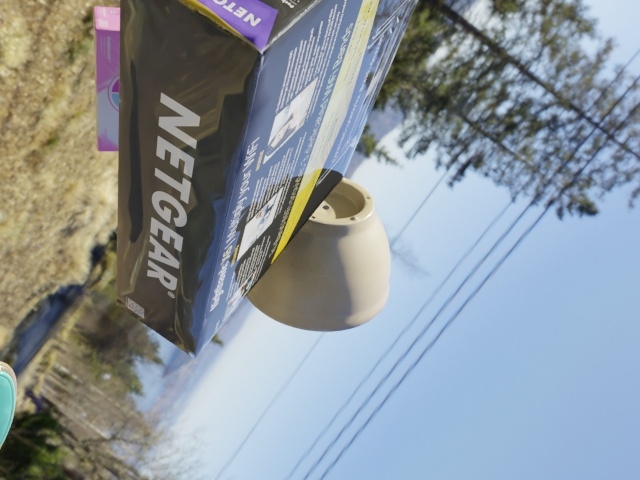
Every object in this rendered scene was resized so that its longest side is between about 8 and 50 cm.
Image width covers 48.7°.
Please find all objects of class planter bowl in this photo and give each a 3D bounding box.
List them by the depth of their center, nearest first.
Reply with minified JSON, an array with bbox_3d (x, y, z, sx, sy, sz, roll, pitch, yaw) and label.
[{"bbox_3d":[0.000,0.000,0.730,0.162,0.162,0.109,-55,158,-52],"label":"planter bowl"}]

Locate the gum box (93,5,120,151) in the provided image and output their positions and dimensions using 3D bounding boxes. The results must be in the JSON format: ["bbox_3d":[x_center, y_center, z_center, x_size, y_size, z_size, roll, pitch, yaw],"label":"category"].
[{"bbox_3d":[-0.238,-0.200,0.920,0.062,0.107,0.188,-111,-154,-43],"label":"gum box"}]

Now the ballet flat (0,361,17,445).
[{"bbox_3d":[-0.527,0.305,1.028,0.116,0.124,0.343,0,113,-41],"label":"ballet flat"}]

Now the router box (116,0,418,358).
[{"bbox_3d":[-0.031,-0.090,0.488,0.243,0.081,0.309,-52,171,-37],"label":"router box"}]
